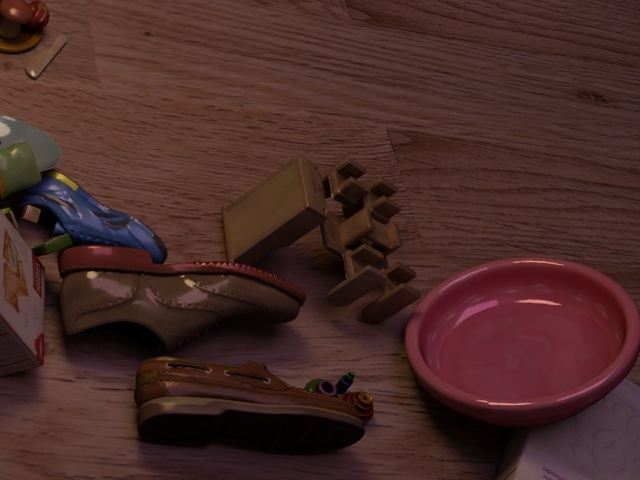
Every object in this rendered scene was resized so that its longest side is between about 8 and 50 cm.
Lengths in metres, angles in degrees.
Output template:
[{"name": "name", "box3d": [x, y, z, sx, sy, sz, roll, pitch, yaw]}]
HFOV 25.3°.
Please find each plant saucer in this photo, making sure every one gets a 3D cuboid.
[{"name": "plant saucer", "box3d": [-0.449, -0.121, 1.922, 0.195, 0.037, 0.195, 16, 23, -7]}, {"name": "plant saucer", "box3d": [0.289, 0.153, 2.032, 0.332, 0.084, 0.332, -8, 35, 6]}]

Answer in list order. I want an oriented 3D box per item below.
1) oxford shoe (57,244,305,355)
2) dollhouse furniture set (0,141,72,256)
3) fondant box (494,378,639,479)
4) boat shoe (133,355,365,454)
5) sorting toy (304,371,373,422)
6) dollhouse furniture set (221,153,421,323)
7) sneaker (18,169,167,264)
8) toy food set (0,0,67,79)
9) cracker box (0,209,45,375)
[{"name": "oxford shoe", "box3d": [-0.183, 0.094, 1.889, 0.348, 0.123, 0.130, 7, 72, -24]}, {"name": "dollhouse furniture set", "box3d": [-0.374, -0.054, 1.818, 0.076, 0.059, 0.151, -23, 96, -32]}, {"name": "fondant box", "box3d": [0.383, 0.327, 2.018, 0.238, 0.096, 0.330, 31, 44, -3]}, {"name": "boat shoe", "box3d": [-0.087, 0.202, 1.830, 0.307, 0.110, 0.104, 10, 49, -24]}, {"name": "sorting toy", "box3d": [0.032, 0.209, 1.947, 0.102, 0.042, 0.061, 23, 44, -11]}, {"name": "dollhouse furniture set", "box3d": [0.000, 0.000, 2.079, 0.242, 0.161, 0.212, 29, 38, -39]}, {"name": "sneaker", "box3d": [-0.309, -0.011, 1.922, 0.209, 0.069, 0.082, 31, 52, -2]}, {"name": "toy food set", "box3d": [-0.471, -0.351, 2.117, 0.218, 0.071, 0.128, 36, 43, 1]}, {"name": "cracker box", "box3d": [-0.406, 0.037, 1.707, 0.067, 0.232, 0.155, -15, 52, 8]}]
